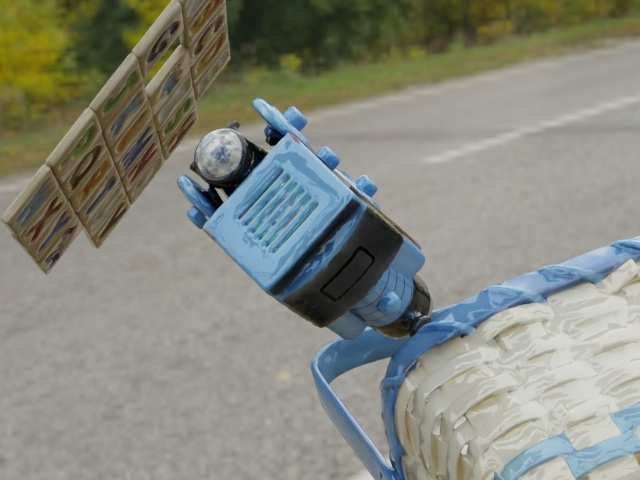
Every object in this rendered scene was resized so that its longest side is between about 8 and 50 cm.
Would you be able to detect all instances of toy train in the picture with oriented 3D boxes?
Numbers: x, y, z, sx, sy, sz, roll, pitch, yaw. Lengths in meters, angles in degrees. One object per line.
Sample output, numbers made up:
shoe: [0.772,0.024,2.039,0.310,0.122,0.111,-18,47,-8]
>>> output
toy train: [0.000,0.000,0.800,0.105,0.080,0.184,47,4,30]

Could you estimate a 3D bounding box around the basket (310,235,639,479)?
basket: [0.142,0.098,0.862,0.254,0.201,0.289,-18,31,-5]

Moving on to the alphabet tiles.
alphabet tiles: [-0.119,-0.064,0.984,0.009,0.198,0.237,35,-10,5]
